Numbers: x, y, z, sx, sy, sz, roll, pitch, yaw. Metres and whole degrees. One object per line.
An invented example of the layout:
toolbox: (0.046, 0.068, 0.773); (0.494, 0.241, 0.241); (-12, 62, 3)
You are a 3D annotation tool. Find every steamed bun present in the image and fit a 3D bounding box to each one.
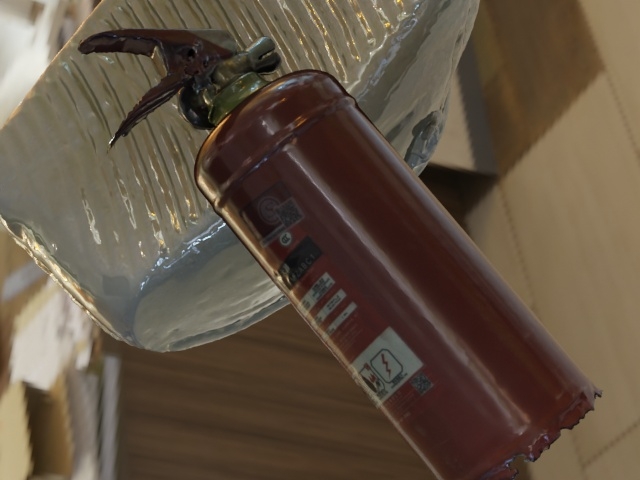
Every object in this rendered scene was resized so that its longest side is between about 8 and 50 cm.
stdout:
steamed bun: (-0.049, -0.097, 1.116); (0.383, 0.236, 0.247); (-48, 65, 4)

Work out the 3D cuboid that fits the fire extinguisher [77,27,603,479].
fire extinguisher: (0.000, 0.000, 0.824); (0.337, 0.147, 0.106); (49, 134, 7)
